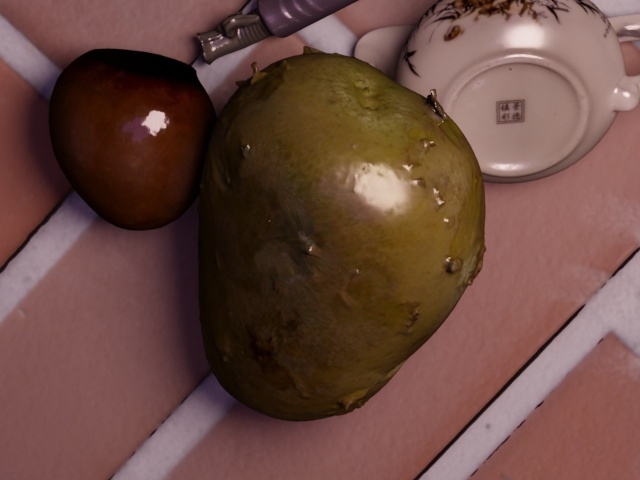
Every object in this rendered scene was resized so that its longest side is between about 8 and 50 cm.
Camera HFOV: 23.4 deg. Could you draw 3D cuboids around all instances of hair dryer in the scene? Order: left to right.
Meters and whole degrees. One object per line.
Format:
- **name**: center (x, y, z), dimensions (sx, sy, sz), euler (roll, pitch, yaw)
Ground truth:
- **hair dryer**: center (0.027, -0.240, 1.388), dimensions (0.361, 0.301, 0.121), euler (-26, 90, 28)

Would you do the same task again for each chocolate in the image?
- **chocolate**: center (-0.176, -0.090, 1.430), dimensions (0.177, 0.177, 0.176), euler (0, 98, 0)

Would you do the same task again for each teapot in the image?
- **teapot**: center (0.193, -0.153, 1.435), dimensions (0.300, 0.166, 0.208), euler (-8, 119, -7)

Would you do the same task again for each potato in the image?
- **potato**: center (0.013, 0.013, 1.385), dimensions (0.270, 0.219, 0.359), euler (28, 126, 27)
